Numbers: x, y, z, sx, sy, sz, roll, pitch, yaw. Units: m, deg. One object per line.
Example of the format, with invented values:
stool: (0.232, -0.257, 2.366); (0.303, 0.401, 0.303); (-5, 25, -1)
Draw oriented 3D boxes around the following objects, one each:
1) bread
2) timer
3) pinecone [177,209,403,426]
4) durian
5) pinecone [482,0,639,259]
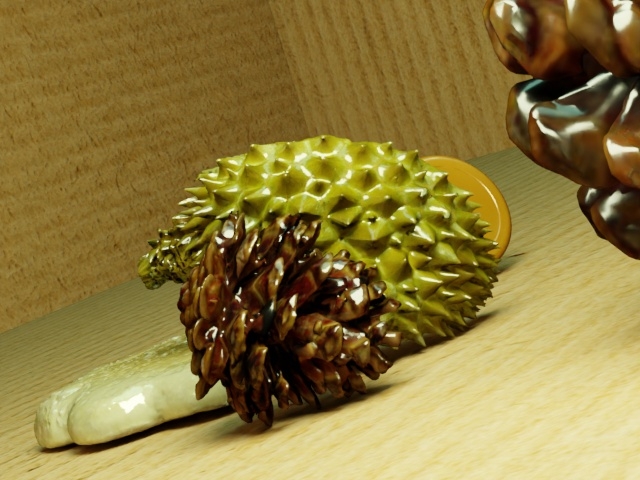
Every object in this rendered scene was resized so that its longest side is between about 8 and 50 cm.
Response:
bread: (-0.106, 0.113, 1.669); (0.316, 0.054, 0.316); (-19, 3, 1)
timer: (0.104, 0.006, 1.939); (0.132, 0.132, 0.152); (-20, -19, -31)
pinecone: (-0.024, 0.059, 1.410); (0.173, 0.174, 0.173); (-17, 4, 1)
durian: (0.000, 0.000, 1.562); (0.306, 0.172, 0.166); (-1, 2, 0)
pinecone: (0.296, -0.139, 1.258); (0.397, 0.398, 0.398); (-17, 4, 1)
